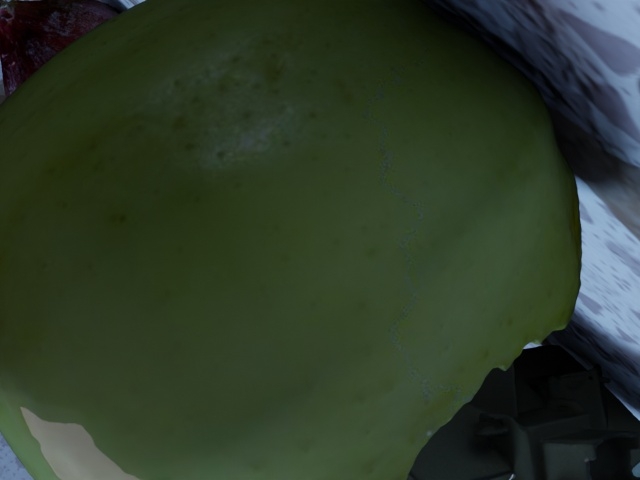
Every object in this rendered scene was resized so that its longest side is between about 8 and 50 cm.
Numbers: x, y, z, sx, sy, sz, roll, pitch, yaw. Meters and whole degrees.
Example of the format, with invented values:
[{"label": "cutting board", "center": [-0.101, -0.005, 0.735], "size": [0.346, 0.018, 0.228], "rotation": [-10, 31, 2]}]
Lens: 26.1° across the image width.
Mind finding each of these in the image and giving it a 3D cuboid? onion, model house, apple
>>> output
[{"label": "onion", "center": [-0.242, -0.168, 1.314], "size": [0.195, 0.159, 0.159], "rotation": [45, 174, -26]}, {"label": "model house", "center": [0.117, 0.124, 0.943], "size": [0.243, 0.211, 0.204], "rotation": [-6, 90, 57]}, {"label": "apple", "center": [-0.029, 0.010, 0.602], "size": [0.279, 0.279, 0.279], "rotation": [42, 175, 5]}]

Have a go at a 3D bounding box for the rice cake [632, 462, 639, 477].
[{"label": "rice cake", "center": [0.280, 0.260, 1.170], "size": [0.211, 0.124, 0.038], "rotation": [38, 180, -13]}]
